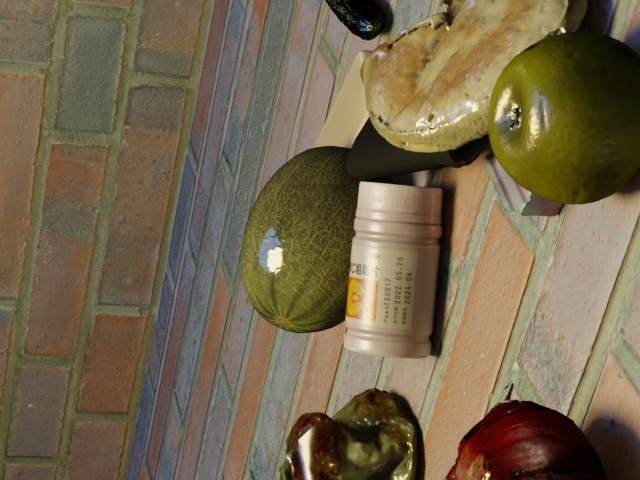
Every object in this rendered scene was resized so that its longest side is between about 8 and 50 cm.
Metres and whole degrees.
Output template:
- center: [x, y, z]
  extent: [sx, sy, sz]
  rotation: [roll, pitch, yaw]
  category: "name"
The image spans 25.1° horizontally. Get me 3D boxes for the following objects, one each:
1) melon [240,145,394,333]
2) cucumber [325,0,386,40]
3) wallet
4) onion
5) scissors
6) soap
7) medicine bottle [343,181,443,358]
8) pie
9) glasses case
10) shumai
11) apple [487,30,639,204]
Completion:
- center: [0.000, 0.000, 2.250]
  extent: [0.301, 0.237, 0.237]
  rotation: [-65, 10, -20]
  category: "melon"
- center: [0.053, -0.414, 2.499]
  extent: [0.303, 0.072, 0.081]
  rotation: [-112, 31, -54]
  category: "cucumber"
- center: [0.160, -0.193, 2.000]
  extent: [0.228, 0.062, 0.406]
  rotation: [-63, 16, -9]
  category: "wallet"
- center: [0.208, 0.296, 1.566]
  extent: [0.252, 0.219, 0.252]
  rotation: [-179, 90, -82]
  category: "onion"
- center: [0.193, 0.293, 1.882]
  extent: [0.144, 0.017, 0.247]
  rotation: [-65, -2, -53]
  category: "scissors"
- center: [0.258, -0.088, 1.774]
  extent: [0.149, 0.056, 0.100]
  rotation: [-106, 27, -50]
  category: "soap"
- center: [0.108, 0.042, 2.103]
  extent: [0.133, 0.133, 0.249]
  rotation: [-165, 81, -73]
  category: "medicine bottle"
- center: [0.192, -0.247, 1.777]
  extent: [0.337, 0.075, 0.337]
  rotation: [-27, 46, 31]
  category: "pie"
- center: [0.057, -0.162, 2.412]
  extent: [0.336, 0.076, 0.144]
  rotation: [118, 152, -52]
  category: "glasses case"
- center: [0.023, 0.330, 2.197]
  extent: [0.272, 0.204, 0.222]
  rotation: [123, 149, -64]
  category: "shumai"
- center: [0.273, -0.135, 1.575]
  extent: [0.196, 0.157, 0.196]
  rotation: [178, 90, -67]
  category: "apple"
